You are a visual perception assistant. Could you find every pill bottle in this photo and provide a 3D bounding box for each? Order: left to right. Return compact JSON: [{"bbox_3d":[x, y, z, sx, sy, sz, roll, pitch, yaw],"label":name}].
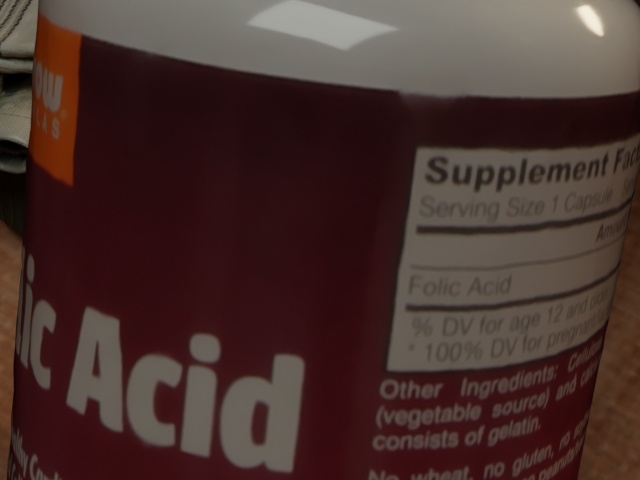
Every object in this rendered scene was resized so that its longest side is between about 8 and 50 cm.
[{"bbox_3d":[0.000,0.000,0.516,0.224,0.392,0.224,6,16,-2],"label":"pill bottle"}]

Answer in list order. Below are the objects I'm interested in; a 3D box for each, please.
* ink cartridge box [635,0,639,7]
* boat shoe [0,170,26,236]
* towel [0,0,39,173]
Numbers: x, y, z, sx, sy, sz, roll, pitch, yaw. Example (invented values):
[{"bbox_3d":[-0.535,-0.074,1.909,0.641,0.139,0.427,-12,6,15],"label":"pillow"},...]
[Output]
[{"bbox_3d":[0.206,-0.166,0.686,0.330,0.324,0.071,16,89,14],"label":"ink cartridge box"},{"bbox_3d":[-0.147,-0.032,0.779,0.060,0.064,0.178,-2,40,-38],"label":"boat shoe"},{"bbox_3d":[-0.247,-0.186,0.825,0.312,0.056,0.324,9,54,13],"label":"towel"}]
